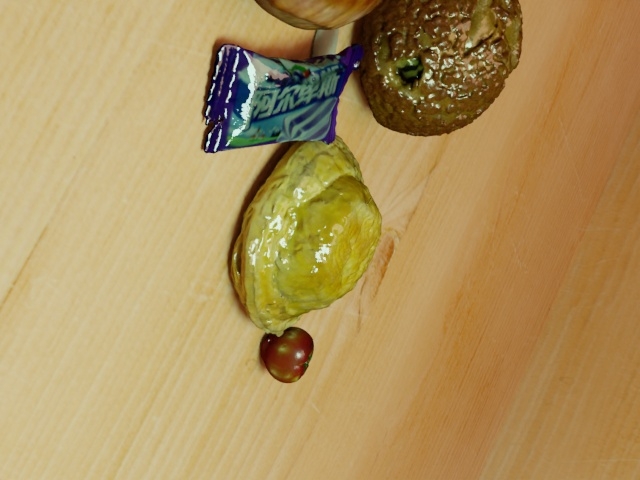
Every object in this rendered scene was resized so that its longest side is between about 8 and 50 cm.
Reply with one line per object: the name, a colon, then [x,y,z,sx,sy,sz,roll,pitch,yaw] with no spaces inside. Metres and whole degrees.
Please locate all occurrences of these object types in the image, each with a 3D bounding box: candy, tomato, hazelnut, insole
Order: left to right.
candy: [-0.045,-0.189,1.528,0.275,0.070,0.145,-10,118,-48]
tomato: [-0.050,0.170,1.756,0.087,0.075,0.087,20,90,-78]
hazelnut: [0.005,-0.349,1.390,0.214,0.214,0.176,6,60,-63]
insole: [0.013,-0.310,1.637,0.065,0.004,0.197,-12,117,-59]

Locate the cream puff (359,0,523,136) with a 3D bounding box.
cream puff: [0.196,-0.300,1.760,0.303,0.212,0.303,-38,135,-52]

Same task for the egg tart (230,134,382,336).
egg tart: [0.000,0.000,1.680,0.319,0.128,0.319,-44,145,-43]
